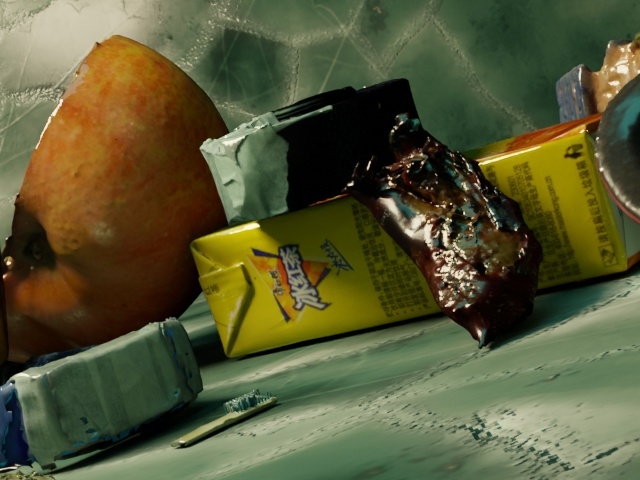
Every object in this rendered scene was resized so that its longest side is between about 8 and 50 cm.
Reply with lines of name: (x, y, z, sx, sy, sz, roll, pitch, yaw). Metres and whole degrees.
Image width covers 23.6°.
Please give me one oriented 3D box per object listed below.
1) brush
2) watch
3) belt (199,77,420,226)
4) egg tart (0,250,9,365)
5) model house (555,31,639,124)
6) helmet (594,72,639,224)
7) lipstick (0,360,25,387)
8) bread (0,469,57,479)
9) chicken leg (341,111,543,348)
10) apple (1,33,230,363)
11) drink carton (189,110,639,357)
brush: (-0.059, 0.107, 0.926, 0.016, 0.013, 0.083, -11, 8, 42)
watch: (-0.194, 0.117, 1.089, 0.274, 0.068, 0.276, -20, 1, 31)
belt: (-0.006, -0.069, 1.158, 0.151, 0.078, 0.198, -13, 9, 36)
egg tart: (-0.321, 0.032, 1.125, 0.170, 0.215, 0.215, -5, 2, -9)
model house: (0.305, -0.102, 1.395, 0.183, 0.167, 0.172, -4, -10, -45)
helmet: (0.251, -0.031, 0.570, 0.253, 0.154, 0.198, -34, 22, 4)
lipstick: (-0.312, 0.119, 1.355, 0.081, 0.081, 0.299, -16, 4, 15)
bread: (-0.236, 0.159, 0.698, 0.267, 0.040, 0.267, -17, 4, 1)
chicken leg: (0.088, -0.006, 1.019, 0.105, 0.063, 0.234, -12, 42, -22)
apple: (-0.160, -0.012, 1.310, 0.163, 0.293, 0.251, 21, 35, 1)
drink carton: (0.085, -0.005, 1.194, 0.351, 0.111, 0.154, -14, 4, 31)
